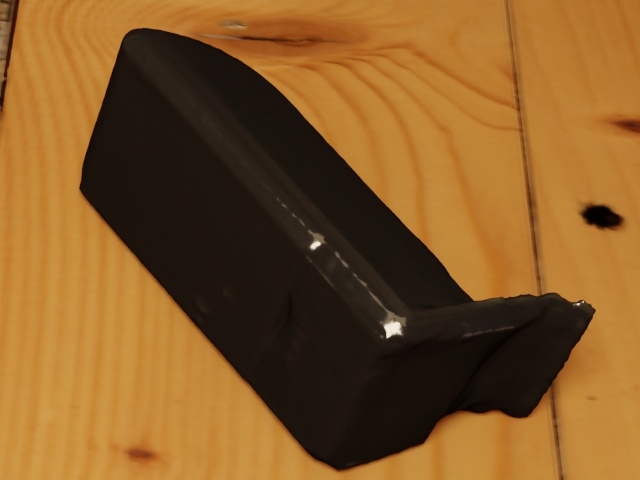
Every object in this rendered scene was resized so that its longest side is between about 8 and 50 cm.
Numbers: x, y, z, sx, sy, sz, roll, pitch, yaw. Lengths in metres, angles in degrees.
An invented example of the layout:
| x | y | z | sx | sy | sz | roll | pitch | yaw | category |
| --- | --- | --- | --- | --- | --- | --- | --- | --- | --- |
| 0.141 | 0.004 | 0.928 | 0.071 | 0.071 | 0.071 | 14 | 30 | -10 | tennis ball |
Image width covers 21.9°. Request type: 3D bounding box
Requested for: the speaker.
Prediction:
| x | y | z | sx | sy | sz | roll | pitch | yaw | category |
| --- | --- | --- | --- | --- | --- | --- | --- | --- | --- |
| 0.000 | 0.000 | 1.297 | 0.184 | 0.180 | 0.388 | -25 | 62 | -39 | speaker |
